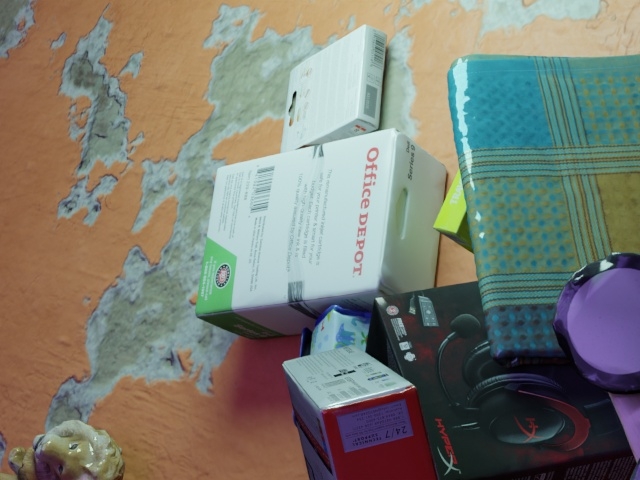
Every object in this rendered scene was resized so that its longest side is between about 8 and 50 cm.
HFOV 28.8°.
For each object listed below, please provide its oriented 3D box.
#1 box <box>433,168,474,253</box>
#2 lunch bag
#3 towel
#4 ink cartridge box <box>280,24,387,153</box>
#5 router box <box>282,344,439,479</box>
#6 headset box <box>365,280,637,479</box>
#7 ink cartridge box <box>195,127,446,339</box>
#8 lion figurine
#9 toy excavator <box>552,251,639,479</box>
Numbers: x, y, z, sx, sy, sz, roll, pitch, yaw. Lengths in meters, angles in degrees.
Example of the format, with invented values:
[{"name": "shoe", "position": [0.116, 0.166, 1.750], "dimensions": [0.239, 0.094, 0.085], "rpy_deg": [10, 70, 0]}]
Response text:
[{"name": "box", "position": [0.205, -0.072, 1.410], "dimensions": [0.042, 0.109, 0.178], "rpy_deg": [19, 82, 46]}, {"name": "lunch bag", "position": [0.020, 0.160, 1.458], "dimensions": [0.151, 0.096, 0.129], "rpy_deg": [127, 152, -63]}, {"name": "towel", "position": [0.277, -0.041, 1.255], "dimensions": [0.271, 0.040, 0.370], "rpy_deg": [-1, 57, -5]}, {"name": "ink cartridge box", "position": [0.017, -0.194, 1.694], "dimensions": [0.179, 0.045, 0.145], "rpy_deg": [-24, 54, 52]}, {"name": "router box", "position": [0.050, 0.265, 1.149], "dimensions": [0.082, 0.335, 0.301], "rpy_deg": [-13, 93, -7]}, {"name": "headset box", "position": [0.214, 0.145, 1.206], "dimensions": [0.293, 0.110, 0.218], "rpy_deg": [-8, 51, -12]}, {"name": "ink cartridge box", "position": [0.000, 0.000, 1.540], "dimensions": [0.289, 0.121, 0.211], "rpy_deg": [-9, 64, 38]}, {"name": "lion figurine", "position": [-0.395, 0.420, 1.684], "dimensions": [0.240, 0.142, 0.392], "rpy_deg": [16, 94, 36]}, {"name": "toy excavator", "position": [0.454, 0.140, 0.941], "dimensions": [0.445, 0.222, 0.433], "rpy_deg": [-24, 73, 12]}]
